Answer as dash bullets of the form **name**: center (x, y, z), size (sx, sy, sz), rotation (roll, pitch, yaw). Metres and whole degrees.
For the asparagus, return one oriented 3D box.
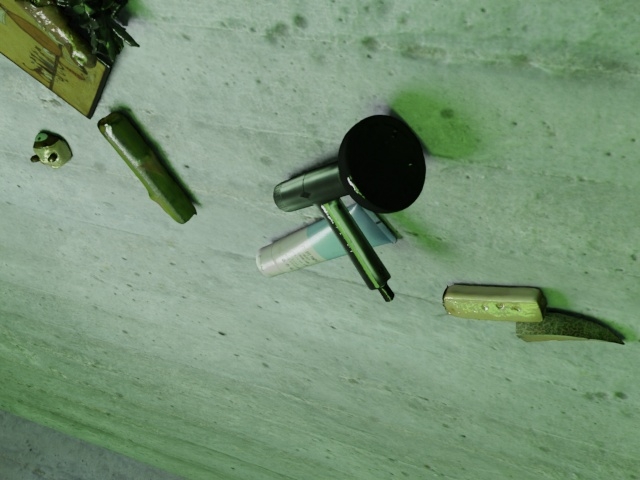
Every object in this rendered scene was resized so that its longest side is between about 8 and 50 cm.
- **asparagus**: center (-0.349, -0.145, 1.573), size (0.067, 0.060, 0.277), rotation (-16, 128, 22)

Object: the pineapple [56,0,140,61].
- **pineapple**: center (-0.374, -0.404, 1.219), size (0.128, 0.128, 0.248), rotation (9, 147, 27)

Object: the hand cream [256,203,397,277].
- **hand cream**: center (0.000, 0.000, 1.523), size (0.312, 0.070, 0.111), rotation (-20, 121, 38)

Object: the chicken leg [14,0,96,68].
- **chicken leg**: center (-0.439, -0.365, 1.275), size (0.085, 0.069, 0.197), rotation (-3, 130, 47)

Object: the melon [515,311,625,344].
- **melon**: center (0.452, 0.169, 1.414), size (0.182, 0.054, 0.098), rotation (-2, 150, 33)

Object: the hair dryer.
- **hair dryer**: center (0.089, -0.048, 1.340), size (0.284, 0.155, 0.320), rotation (38, 154, -13)

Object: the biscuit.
- **biscuit**: center (0.320, 0.114, 1.436), size (0.188, 0.052, 0.056), rotation (1, 126, 31)

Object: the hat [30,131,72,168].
- **hat**: center (-0.588, -0.190, 1.683), size (0.077, 0.059, 0.076), rotation (14, 147, 13)

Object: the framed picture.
- **framed picture**: center (-0.543, -0.374, 1.421), size (0.339, 0.014, 0.255), rotation (38, 154, -12)
